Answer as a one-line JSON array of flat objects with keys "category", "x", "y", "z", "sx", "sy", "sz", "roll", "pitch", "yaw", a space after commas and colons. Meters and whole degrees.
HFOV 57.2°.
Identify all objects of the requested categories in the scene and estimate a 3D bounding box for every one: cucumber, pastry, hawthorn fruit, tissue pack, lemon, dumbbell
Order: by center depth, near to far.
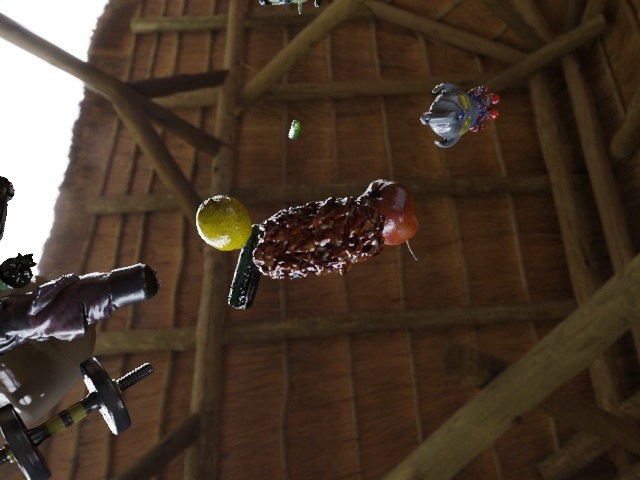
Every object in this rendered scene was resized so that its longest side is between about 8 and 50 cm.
[{"category": "pastry", "x": -0.001, "y": -0.002, "z": 0.856, "sx": 0.208, "sy": 0.097, "sz": 0.115, "roll": -14, "pitch": -90, "yaw": 25}, {"category": "dumbbell", "x": -0.433, "y": 0.303, "z": 0.997, "sx": 0.325, "sy": 0.143, "sz": 0.143, "roll": -29, "pitch": -158, "yaw": -29}, {"category": "tissue pack", "x": -0.653, "y": 0.205, "z": 1.197, "sx": 0.386, "sy": 0.267, "sz": 0.277, "roll": -8, "pitch": -140, "yaw": 37}, {"category": "lemon", "x": -0.199, "y": -0.035, "z": 1.222, "sx": 0.109, "sy": 0.133, "sz": 0.109, "roll": -26, "pitch": -153, "yaw": 14}, {"category": "hawthorn fruit", "x": 0.181, "y": -0.051, "z": 1.443, "sx": 0.162, "sy": 0.203, "sz": 0.163, "roll": -24, "pitch": -137, "yaw": 24}, {"category": "cucumber", "x": -0.196, "y": 0.070, "z": 1.634, "sx": 0.074, "sy": 0.074, "sz": 0.242, "roll": 36, "pitch": -66, "yaw": 55}, {"category": "cucumber", "x": -0.090, "y": -0.385, "z": 2.077, "sx": 0.155, "sy": 0.037, "sz": 0.037, "roll": 129, "pitch": -22, "yaw": -75}]

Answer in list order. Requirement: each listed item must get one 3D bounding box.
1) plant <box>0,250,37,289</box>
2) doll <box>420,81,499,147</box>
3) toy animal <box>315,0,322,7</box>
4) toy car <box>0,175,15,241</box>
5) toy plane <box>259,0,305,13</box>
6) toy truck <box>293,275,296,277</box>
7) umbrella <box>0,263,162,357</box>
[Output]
[{"category": "plant", "x": -0.458, "y": 0.047, "z": 0.888, "sx": 0.102, "sy": 0.051, "sz": 0.051, "roll": -20, "pitch": -126, "yaw": 40}, {"category": "doll", "x": 0.245, "y": -0.223, "z": 1.029, "sx": 0.062, "sy": 0.194, "sz": 0.104, "roll": 41, "pitch": -46, "yaw": 37}, {"category": "toy animal", "x": 0.026, "y": -0.705, "z": 1.461, "sx": 0.084, "sy": 0.148, "sz": 0.233, "roll": 30, "pitch": -60, "yaw": 19}, {"category": "toy car", "x": -0.375, "y": -0.033, "z": 0.669, "sx": 0.041, "sy": 0.025, "sz": 0.093, "roll": -2, "pitch": -121, "yaw": 4}, {"category": "toy plane", "x": -0.046, "y": -0.297, "z": 0.696, "sx": 0.102, "sy": 0.111, "sz": 0.040, "roll": 14, "pitch": -76, "yaw": 32}, {"category": "toy truck", "x": -0.068, "y": 0.044, "z": 1.428, "sx": 0.090, "sy": 0.056, "sz": 0.073, "roll": -117, "pitch": -162, "yaw": -59}, {"category": "umbrella", "x": -0.383, "y": 0.102, "z": 0.826, "sx": 0.325, "sy": 0.094, "sz": 0.090, "roll": -14, "pitch": -170, "yaw": 3}]
